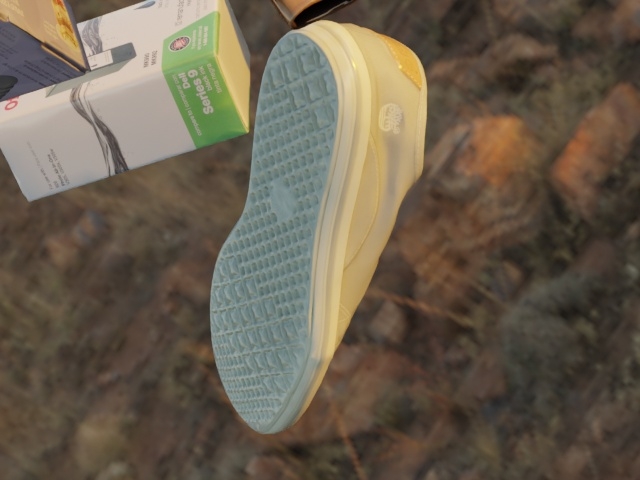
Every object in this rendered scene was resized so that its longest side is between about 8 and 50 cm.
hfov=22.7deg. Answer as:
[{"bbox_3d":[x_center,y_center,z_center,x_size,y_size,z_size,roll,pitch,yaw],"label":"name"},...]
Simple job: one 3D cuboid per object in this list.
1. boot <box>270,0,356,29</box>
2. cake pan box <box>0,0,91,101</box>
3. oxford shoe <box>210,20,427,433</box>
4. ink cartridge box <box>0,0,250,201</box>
[{"bbox_3d":[0.001,-0.324,1.172,0.264,0.280,0.096,-36,-17,-18],"label":"boot"},{"bbox_3d":[-0.326,-0.139,1.134,0.245,0.267,0.070,-19,79,11],"label":"cake pan box"},{"bbox_3d":[0.000,0.000,1.443,0.169,0.130,0.449,45,135,35],"label":"oxford shoe"},{"bbox_3d":[-0.238,-0.184,1.936,0.289,0.121,0.211,-17,33,9],"label":"ink cartridge box"}]
